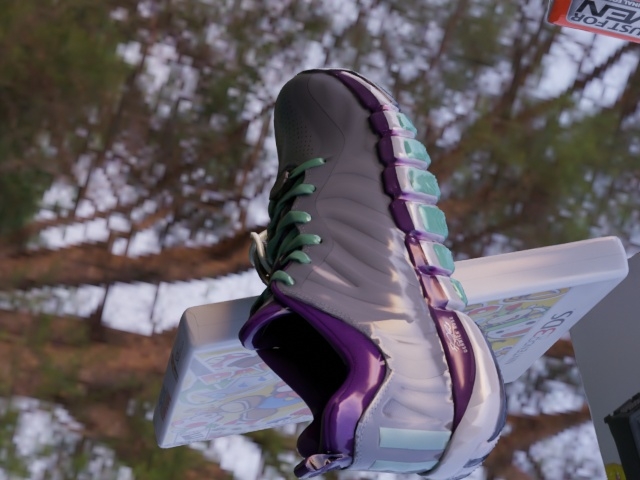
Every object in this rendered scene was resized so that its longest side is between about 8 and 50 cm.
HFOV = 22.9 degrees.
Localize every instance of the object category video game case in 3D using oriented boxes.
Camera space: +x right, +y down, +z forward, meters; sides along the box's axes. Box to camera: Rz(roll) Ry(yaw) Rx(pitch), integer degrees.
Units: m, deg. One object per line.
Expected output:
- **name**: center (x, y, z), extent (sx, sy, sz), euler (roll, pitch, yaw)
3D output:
- **video game case**: center (0.028, 0.060, 0.857), extent (0.206, 0.227, 0.026), euler (116, -37, -67)

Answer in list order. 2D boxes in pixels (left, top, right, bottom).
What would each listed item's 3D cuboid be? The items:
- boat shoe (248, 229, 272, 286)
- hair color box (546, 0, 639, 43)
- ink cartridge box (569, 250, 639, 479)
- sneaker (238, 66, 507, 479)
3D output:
- **boat shoe**: center (0.000, 0.000, 1.217), extent (0.116, 0.099, 0.319), euler (-65, -172, -4)
- **hair color box**: center (0.105, -0.132, 0.465), extent (0.141, 0.043, 0.072), euler (99, 4, -51)
- **ink cartridge box**: center (0.306, 0.154, 0.991), extent (0.131, 0.226, 0.306), euler (-45, -128, 56)
- **sneaker**: center (0.002, 0.005, 0.703), extent (0.083, 0.098, 0.223), euler (-59, -139, 41)
